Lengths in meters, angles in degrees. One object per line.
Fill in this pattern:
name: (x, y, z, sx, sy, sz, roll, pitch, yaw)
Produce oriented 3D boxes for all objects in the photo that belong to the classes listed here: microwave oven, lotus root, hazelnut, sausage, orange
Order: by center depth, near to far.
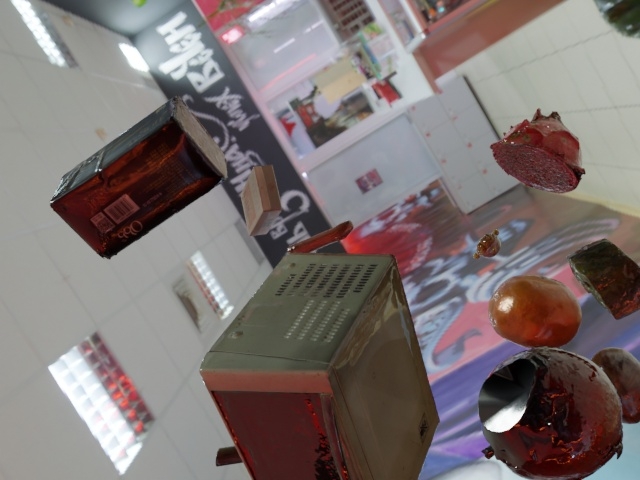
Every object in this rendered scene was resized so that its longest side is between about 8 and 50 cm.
microwave oven: (0.010, 0.264, 1.103, 0.333, 0.247, 0.395, -54, -45, -47)
lotus root: (0.692, 0.081, 1.599, 0.138, 0.119, 0.235, 50, -169, -23)
sausage: (0.000, 0.000, 1.655, 0.043, 0.186, 0.043, 52, -156, -35)
hazelnut: (0.826, 0.407, 1.838, 0.212, 0.180, 0.181, 63, 151, 7)
orange: (0.674, 0.224, 2.080, 0.284, 0.283, 0.226, -73, -7, -82)

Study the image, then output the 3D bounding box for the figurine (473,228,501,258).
figurine: (0.505, 0.022, 1.982, 0.068, 0.101, 0.143, 40, 164, 16)

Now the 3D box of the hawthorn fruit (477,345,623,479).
hawthorn fruit: (0.483, 0.362, 1.395, 0.316, 0.315, 0.316, 58, -174, -10)

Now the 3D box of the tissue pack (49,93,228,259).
tissue pack: (-0.421, -0.138, 1.546, 0.210, 0.369, 0.198, 53, -170, -33)

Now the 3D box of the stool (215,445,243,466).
stool: (-0.207, 0.592, 2.198, 0.310, 0.225, 0.311, -61, -24, -81)

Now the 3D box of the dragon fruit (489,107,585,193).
dragon fruit: (0.365, -0.156, 1.049, 0.153, 0.111, 0.153, 27, 172, 4)

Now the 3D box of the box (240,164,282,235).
box: (-0.171, -0.110, 1.876, 0.201, 0.058, 0.141, 132, 127, -65)
